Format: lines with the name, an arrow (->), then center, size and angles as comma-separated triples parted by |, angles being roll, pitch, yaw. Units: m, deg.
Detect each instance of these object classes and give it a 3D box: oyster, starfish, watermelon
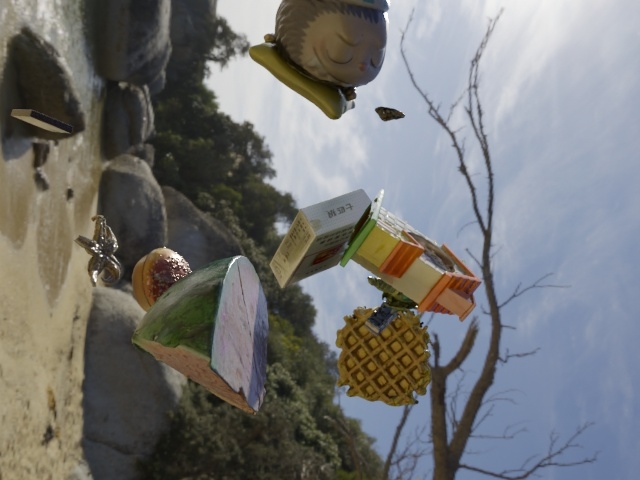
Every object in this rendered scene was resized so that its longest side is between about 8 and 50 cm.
oyster -> 0.159, -0.284, 1.258 | 0.083, 0.054, 0.019 | 8, -104, 45
starfish -> -0.561, 0.031, 1.420 | 0.053, 0.150, 0.209 | -28, -138, 24
watermelon -> -0.217, 0.160, 0.948 | 0.292, 0.222, 0.319 | 69, 11, -45

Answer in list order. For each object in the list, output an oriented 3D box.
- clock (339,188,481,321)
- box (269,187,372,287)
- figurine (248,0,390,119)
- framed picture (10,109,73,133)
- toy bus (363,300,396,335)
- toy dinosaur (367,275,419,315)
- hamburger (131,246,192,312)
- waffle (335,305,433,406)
clock -> 0.183, 0.034, 1.065 | 0.106, 0.255, 0.220 | -56, -177, 22
box -> 0.000, -0.001, 1.570 | 0.095, 0.210, 0.330 | 60, -31, 16
figurine -> 0.059, -0.491, 1.173 | 0.377, 0.266, 0.361 | -52, -161, 24
framed picture -> -0.857, -0.367, 1.706 | 0.168, 0.128, 0.023 | 13, -96, 43
toy bus -> 0.170, 0.218, 1.550 | 0.052, 0.102, 0.058 | 37, -39, 21
toy dinosaur -> 0.185, 0.096, 1.225 | 0.153, 0.259, 0.094 | -36, -121, 13
hamburger -> -0.484, 0.131, 1.715 | 0.237, 0.147, 0.236 | -11, 90, -79
waffle -> 0.230, 0.426, 2.074 | 0.095, 0.382, 0.379 | 10, 80, -65
